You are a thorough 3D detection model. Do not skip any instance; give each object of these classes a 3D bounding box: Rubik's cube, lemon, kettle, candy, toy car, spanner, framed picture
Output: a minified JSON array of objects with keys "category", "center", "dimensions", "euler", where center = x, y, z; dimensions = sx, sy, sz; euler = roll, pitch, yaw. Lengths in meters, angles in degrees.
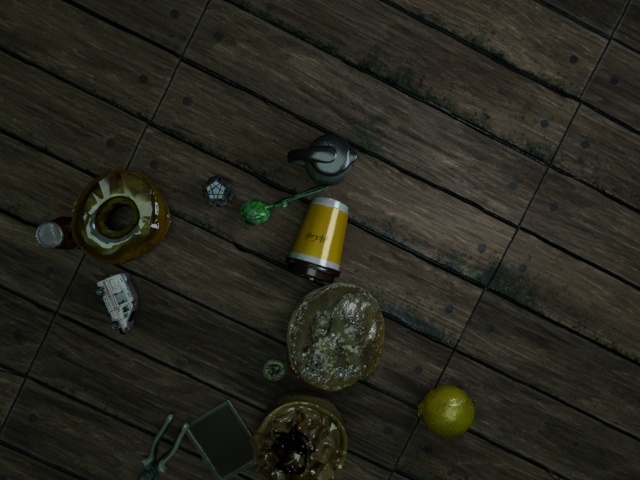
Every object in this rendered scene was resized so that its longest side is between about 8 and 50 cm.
[{"category":"Rubik's cube","center":[-0.351,-0.169,1.725],"dimensions":[0.111,0.111,0.093],"euler":[-34,118,0]},{"category":"lemon","center":[0.440,0.594,1.752],"dimensions":[0.207,0.173,0.173],"euler":[0,93,6]},{"category":"kettle","center":[0.001,-0.268,1.662],"dimensions":[0.222,0.236,0.161],"euler":[4,93,-2]},{"category":"candy","center":[-0.120,-0.133,1.713],"dimensions":[0.324,0.097,0.096],"euler":[-20,93,11]},{"category":"toy car","center":[-0.683,0.215,1.735],"dimensions":[0.108,0.089,0.209],"euler":[-23,90,-6]},{"category":"spanner","center":[-0.573,0.768,1.785],"dimensions":[0.096,0.040,0.324],"euler":[30,95,-3]},{"category":"framed picture","center":[-0.346,0.723,1.806],"dimensions":[0.197,0.014,0.252],"euler":[-31,93,0]}]

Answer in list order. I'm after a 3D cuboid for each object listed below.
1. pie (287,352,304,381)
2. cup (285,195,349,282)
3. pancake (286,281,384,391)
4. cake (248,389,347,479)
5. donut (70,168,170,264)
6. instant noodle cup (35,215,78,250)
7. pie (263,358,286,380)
[{"category":"pie","center":[-0.031,0.415,1.786],"dimensions":[0.183,0.049,0.182],"euler":[0,93,-1]},{"category":"cup","center":[0.000,0.000,1.707],"dimensions":[0.197,0.196,0.279],"euler":[17,85,-3]},{"category":"pancake","center":[0.057,0.328,1.731],"dimensions":[0.388,0.082,0.386],"euler":[-2,96,-19]},{"category":"cake","center":[-0.066,0.695,1.665],"dimensions":[0.333,0.321,0.331],"euler":[0,94,0]},{"category":"donut","center":[-0.664,-0.074,1.673],"dimensions":[0.331,0.160,0.329],"euler":[-2,98,-16]},{"category":"instant noodle cup","center":[-0.881,-0.022,1.691],"dimensions":[0.127,0.135,0.127],"euler":[0,93,-3]},{"category":"pie","center":[-0.164,0.464,1.797],"dimensions":[0.084,0.021,0.083],"euler":[0,92,-1]}]
